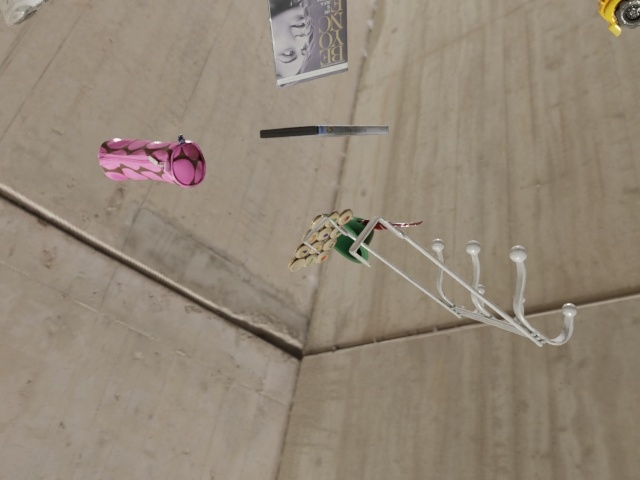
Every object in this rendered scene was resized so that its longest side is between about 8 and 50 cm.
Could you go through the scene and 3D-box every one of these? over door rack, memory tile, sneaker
[{"bbox_3d":[0.164,0.032,0.815,0.324,0.239,0.108,25,-95,-15],"label":"over door rack"},{"bbox_3d":[0.000,0.000,1.137,0.113,0.148,0.012,-13,-128,-45],"label":"memory tile"},{"bbox_3d":[-0.602,-0.531,1.172,0.115,0.232,0.090,56,-145,-27],"label":"sneaker"}]

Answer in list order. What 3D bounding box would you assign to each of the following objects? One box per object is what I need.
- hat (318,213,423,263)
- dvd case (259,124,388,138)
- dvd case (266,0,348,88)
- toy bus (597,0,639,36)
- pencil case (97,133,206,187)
[{"bbox_3d":[0.124,-0.052,1.600,0.208,0.173,0.183,46,-111,-5],"label":"hat"},{"bbox_3d":[0.011,-0.251,1.331,0.253,0.180,0.022,-12,-76,-46],"label":"dvd case"},{"bbox_3d":[-0.022,-0.425,1.156,0.221,0.164,0.018,87,158,-43],"label":"dvd case"},{"bbox_3d":[0.591,-0.544,1.107,0.211,0.220,0.149,32,-128,-5],"label":"toy bus"},{"bbox_3d":[-0.312,-0.144,1.044,0.098,0.209,0.095,-31,-60,-51],"label":"pencil case"}]
